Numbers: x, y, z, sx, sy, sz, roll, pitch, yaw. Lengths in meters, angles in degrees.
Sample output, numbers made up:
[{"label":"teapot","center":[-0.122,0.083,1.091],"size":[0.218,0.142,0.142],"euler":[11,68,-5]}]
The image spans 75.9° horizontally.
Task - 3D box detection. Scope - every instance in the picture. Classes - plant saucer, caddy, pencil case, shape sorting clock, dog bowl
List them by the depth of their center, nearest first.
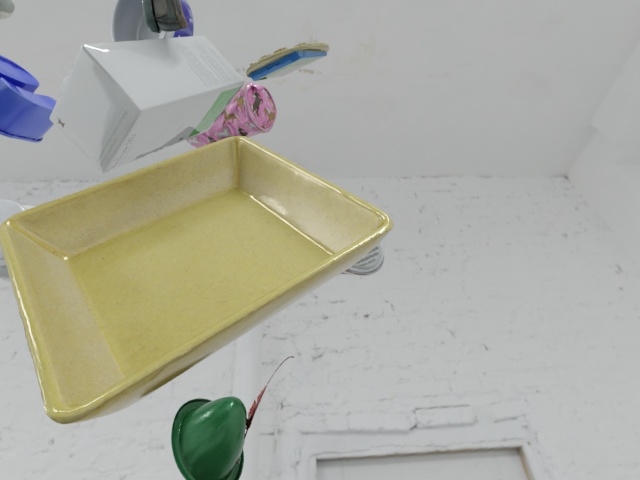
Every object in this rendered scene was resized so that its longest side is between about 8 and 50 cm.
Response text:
[{"label":"plant saucer","center":[-0.145,0.009,0.468],"size":[0.332,0.332,0.081],"euler":[-29,-46,-27]},{"label":"shape sorting clock","center":[-0.078,-0.425,0.967],"size":[0.206,0.206,0.040],"euler":[-17,-74,11]},{"label":"caddy","center":[-0.950,-0.416,1.223],"size":[0.179,0.341,0.241],"euler":[-41,-83,1]},{"label":"dog bowl","center":[-0.532,-0.674,1.298],"size":[0.264,0.265,0.104],"euler":[-32,-12,26]},{"label":"pencil case","center":[-0.332,-0.437,1.460],"size":[0.385,0.160,0.167],"euler":[-1,-29,36]}]

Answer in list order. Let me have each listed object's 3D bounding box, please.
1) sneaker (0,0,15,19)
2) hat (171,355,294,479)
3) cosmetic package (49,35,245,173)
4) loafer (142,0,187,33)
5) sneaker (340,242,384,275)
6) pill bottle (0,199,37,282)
[{"label":"sneaker","center":[-0.443,-0.303,0.535],"size":[0.152,0.054,0.061],"euler":[16,-20,21]},{"label":"hat","center":[-0.151,0.327,0.767],"size":[0.183,0.209,0.173],"euler":[-39,-49,17]},{"label":"cosmetic package","center":[-0.354,-0.312,0.894],"size":[0.155,0.366,0.197],"euler":[48,-54,-8]},{"label":"loafer","center":[-0.319,-0.567,0.846],"size":[0.084,0.096,0.268],"euler":[-1,-84,-4]},{"label":"sneaker","center":[0.000,0.000,0.977],"size":[0.321,0.126,0.127],"euler":[27,-10,19]},{"label":"pill bottle","center":[-0.453,0.016,0.663],"size":[0.121,0.121,0.216],"euler":[-2,-16,-5]}]
